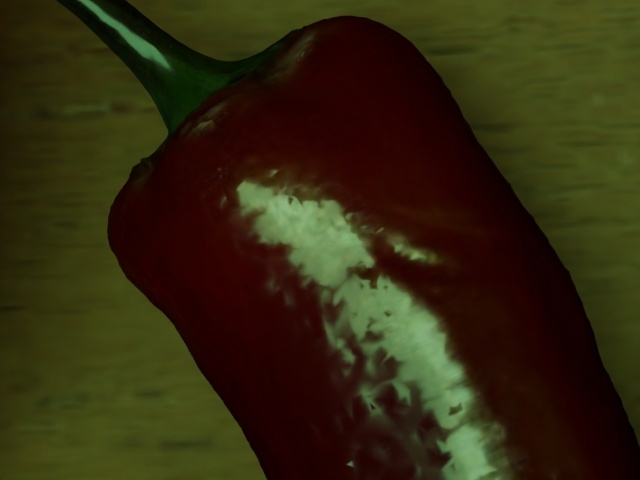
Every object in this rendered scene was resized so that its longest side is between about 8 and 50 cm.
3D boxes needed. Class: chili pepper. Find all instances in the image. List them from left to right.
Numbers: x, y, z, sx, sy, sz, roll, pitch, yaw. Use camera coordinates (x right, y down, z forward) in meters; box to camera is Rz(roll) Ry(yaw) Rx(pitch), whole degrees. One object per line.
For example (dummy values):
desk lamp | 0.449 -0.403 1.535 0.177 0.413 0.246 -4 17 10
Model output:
chili pepper | 0.003 -0.001 0.591 0.131 0.134 0.338 -29 84 12
